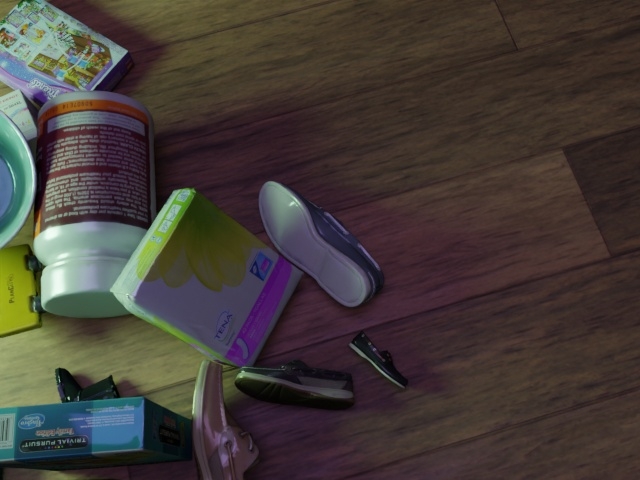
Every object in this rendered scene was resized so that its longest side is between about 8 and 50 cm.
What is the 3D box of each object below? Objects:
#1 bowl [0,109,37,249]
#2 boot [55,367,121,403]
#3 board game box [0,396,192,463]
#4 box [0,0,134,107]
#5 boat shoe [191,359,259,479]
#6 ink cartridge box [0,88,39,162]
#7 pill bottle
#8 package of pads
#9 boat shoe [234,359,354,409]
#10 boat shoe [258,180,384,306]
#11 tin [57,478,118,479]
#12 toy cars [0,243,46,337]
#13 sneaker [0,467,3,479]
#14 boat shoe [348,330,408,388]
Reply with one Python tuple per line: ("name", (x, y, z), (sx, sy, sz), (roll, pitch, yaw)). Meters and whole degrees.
("bowl", (-0.670, -0.104, 1.310), (0.312, 0.163, 0.311), (1, 87, -11))
("boot", (-0.433, 0.278, 1.326), (0.099, 0.045, 0.121), (-20, 64, -11))
("board game box", (-0.367, 0.322, 1.153), (0.254, 0.336, 0.079), (-4, 70, 1))
("box", (-0.589, -0.398, 1.563), (0.293, 0.057, 0.201), (33, 74, 12))
("boat shoe", (-0.162, 0.378, 1.249), (0.110, 0.121, 0.340), (-5, 81, -5))
("ink cartridge box", (-0.637, -0.237, 1.490), (0.092, 0.090, 0.143), (-26, 72, -7))
("pill bottle", (-0.426, -0.064, 1.352), (0.224, 0.224, 0.391), (-6, 70, 0))
("package of pads", (-0.198, 0.079, 1.276), (0.296, 0.101, 0.229), (40, 70, -32))
("boat shoe", (-0.045, 0.255, 1.293), (0.224, 0.080, 0.073), (14, 52, -13))
("boat shoe", (0.000, 0.000, 1.400), (0.319, 0.116, 0.099), (46, 35, 22))
("tin", (-0.427, 0.477, 1.260), (0.190, 0.040, 0.106), (-3, 66, 1))
("toy cars", (-0.669, 0.060, 1.393), (0.394, 0.087, 0.176), (28, 62, 15))
("sneaker", (-0.608, 0.485, 1.224), (0.121, 0.108, 0.302), (-3, 69, 6))
("boat shoe", (0.113, 0.222, 1.324), (0.133, 0.049, 0.042), (41, 85, 19))
